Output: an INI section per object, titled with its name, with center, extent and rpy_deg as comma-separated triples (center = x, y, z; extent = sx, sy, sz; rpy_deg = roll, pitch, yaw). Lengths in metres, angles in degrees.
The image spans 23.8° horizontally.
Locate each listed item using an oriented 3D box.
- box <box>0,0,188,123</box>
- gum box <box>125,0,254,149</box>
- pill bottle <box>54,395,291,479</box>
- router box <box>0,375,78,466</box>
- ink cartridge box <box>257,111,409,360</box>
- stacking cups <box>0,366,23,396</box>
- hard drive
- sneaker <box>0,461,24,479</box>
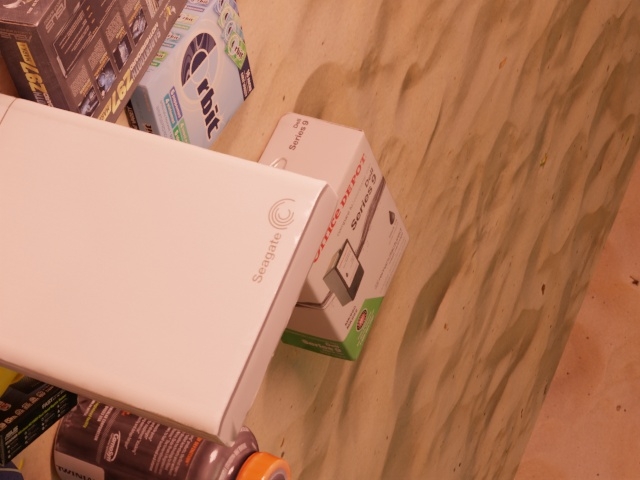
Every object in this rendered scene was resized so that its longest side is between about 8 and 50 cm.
[box]
center = -0.215, -0.220, 1.444
extent = 0.183, 0.059, 0.232
rpy_deg = 74, 34, -50
[gum box]
center = -0.144, -0.172, 1.673
extent = 0.184, 0.041, 0.157
rpy_deg = -57, 151, -35
[pill bottle]
center = -0.157, 0.243, 1.653
extent = 0.130, 0.246, 0.130
rpy_deg = -44, 142, -48
[router box]
center = -0.306, 0.159, 1.463
extent = 0.122, 0.092, 0.038
rpy_deg = -42, 141, -52
[ink cartridge box]
center = 0.000, 0.000, 1.999
extent = 0.211, 0.122, 0.289
rpy_deg = -65, 154, -21
[stacking cups]
center = -0.364, 0.184, 1.291
extent = 0.316, 0.096, 0.096
rpy_deg = -59, 154, -49
[hard drive]
center = -0.188, 0.014, 1.302
extent = 0.233, 0.353, 0.047
rpy_deg = -67, 156, -16
[sneaker]
center = -0.347, 0.307, 1.356
extent = 0.315, 0.182, 0.127
rpy_deg = -23, 127, -61
